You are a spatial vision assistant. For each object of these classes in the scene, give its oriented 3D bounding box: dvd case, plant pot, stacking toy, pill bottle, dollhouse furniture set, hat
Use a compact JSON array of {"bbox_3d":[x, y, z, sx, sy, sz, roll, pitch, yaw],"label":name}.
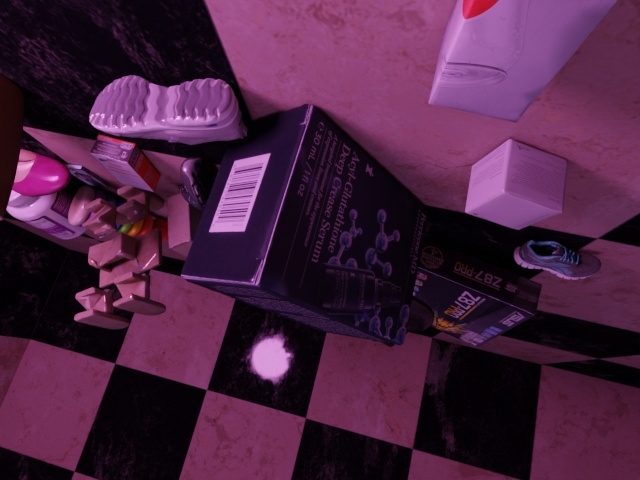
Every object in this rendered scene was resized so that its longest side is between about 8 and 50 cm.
[{"bbox_3d":[-0.702,-0.193,1.273,0.087,0.013,0.119,9,162,19],"label":"dvd case"},{"bbox_3d":[-0.686,-0.200,0.811,0.236,0.255,0.237,13,163,4],"label":"plant pot"},{"bbox_3d":[-0.666,-0.067,1.462,0.141,0.141,0.330,-2,160,45],"label":"stacking toy"},{"bbox_3d":[-0.912,-0.126,1.404,0.169,0.170,0.302,12,163,9],"label":"pill bottle"},{"bbox_3d":[-0.465,0.037,1.253,0.393,0.363,0.256,-20,152,16],"label":"dollhouse furniture set"},{"bbox_3d":[0.176,0.244,1.305,0.331,0.134,0.331,25,158,11],"label":"hat"}]

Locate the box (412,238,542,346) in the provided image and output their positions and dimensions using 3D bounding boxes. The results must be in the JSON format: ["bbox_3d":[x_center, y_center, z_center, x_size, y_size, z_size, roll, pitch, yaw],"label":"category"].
[{"bbox_3d":[0.369,0.160,1.198,0.317,0.097,0.395,22,157,8],"label":"box"}]

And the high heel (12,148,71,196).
[{"bbox_3d":[-0.871,-0.218,1.150,0.376,0.127,0.181,8,161,14],"label":"high heel"}]

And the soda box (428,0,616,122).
[{"bbox_3d":[0.169,-0.211,0.316,0.097,0.091,0.286,14,163,3],"label":"soda box"}]

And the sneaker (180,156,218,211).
[{"bbox_3d":[-0.290,-0.117,1.011,0.106,0.101,0.267,15,163,7],"label":"sneaker"}]

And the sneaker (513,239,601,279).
[{"bbox_3d":[0.501,0.037,0.895,0.166,0.065,0.076,8,159,16],"label":"sneaker"}]

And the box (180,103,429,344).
[{"bbox_3d":[0.000,0.000,0.798,0.211,0.294,0.395,0,158,43],"label":"box"}]

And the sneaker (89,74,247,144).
[{"bbox_3d":[-0.256,-0.196,0.711,0.280,0.105,0.115,9,162,18],"label":"sneaker"}]

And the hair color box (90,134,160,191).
[{"bbox_3d":[-0.466,-0.183,1.032,0.092,0.054,0.167,15,165,3],"label":"hair color box"}]

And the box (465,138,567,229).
[{"bbox_3d":[0.292,-0.080,0.642,0.101,0.087,0.101,18,163,-8],"label":"box"}]
